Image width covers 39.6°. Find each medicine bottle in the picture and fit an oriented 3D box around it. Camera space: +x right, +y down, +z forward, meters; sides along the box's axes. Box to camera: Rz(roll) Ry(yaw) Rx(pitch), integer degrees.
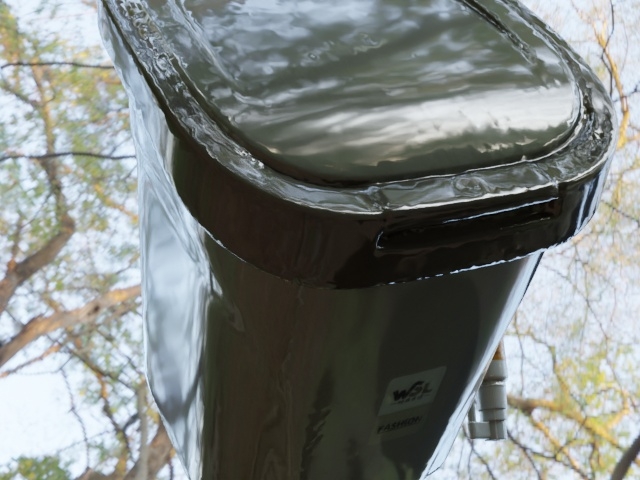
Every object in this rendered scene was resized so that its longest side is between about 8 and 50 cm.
[{"bbox_3d":[0.259,0.209,1.428,0.061,0.092,0.220,-26,-118,48],"label":"medicine bottle"}]

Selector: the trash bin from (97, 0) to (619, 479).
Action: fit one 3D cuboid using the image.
[{"bbox_3d":[0.000,0.000,0.478,0.220,0.219,0.250,-8,-50,-25],"label":"trash bin"}]
